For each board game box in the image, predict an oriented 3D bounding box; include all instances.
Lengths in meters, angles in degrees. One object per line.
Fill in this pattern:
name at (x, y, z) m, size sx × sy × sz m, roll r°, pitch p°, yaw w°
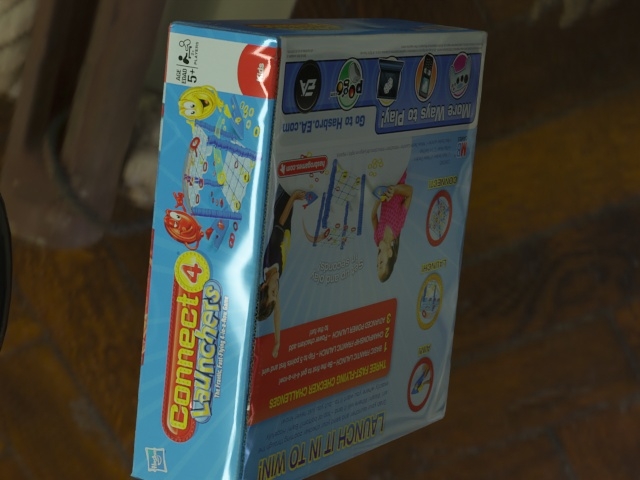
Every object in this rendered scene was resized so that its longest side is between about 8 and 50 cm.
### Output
board game box at (0.000, 0.000, 1.322) m, size 0.086 × 0.308 × 0.302 m, roll 11°, pitch 101°, yaw 28°

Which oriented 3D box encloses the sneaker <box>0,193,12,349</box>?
sneaker at (-0.161, 0.008, 0.300) m, size 0.234 × 0.097 × 0.084 m, roll 8°, pitch 89°, yaw -41°
